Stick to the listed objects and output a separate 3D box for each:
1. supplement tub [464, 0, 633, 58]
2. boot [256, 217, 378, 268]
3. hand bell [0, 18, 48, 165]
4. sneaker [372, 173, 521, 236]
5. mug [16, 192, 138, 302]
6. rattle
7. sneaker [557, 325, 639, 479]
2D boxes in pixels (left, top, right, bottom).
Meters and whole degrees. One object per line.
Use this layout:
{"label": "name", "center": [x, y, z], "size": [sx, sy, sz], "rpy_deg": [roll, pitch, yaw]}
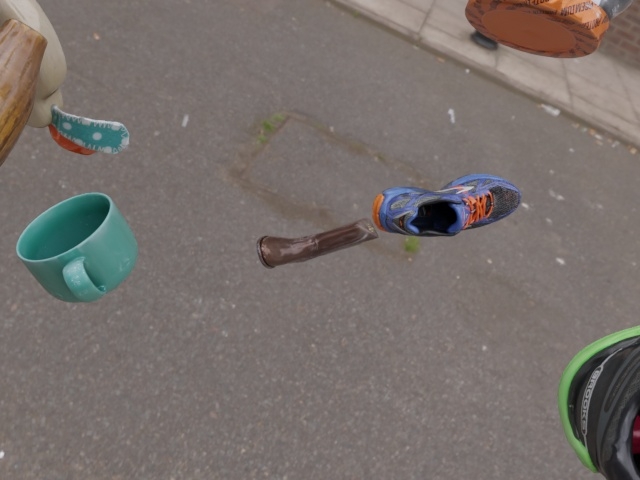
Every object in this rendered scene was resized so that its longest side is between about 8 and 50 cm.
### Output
{"label": "supplement tub", "center": [0.284, -0.378, 0.698], "size": [0.194, 0.315, 0.193], "rpy_deg": [19, 2, -1]}
{"label": "boot", "center": [0.000, 0.000, 0.687], "size": [0.106, 0.114, 0.037], "rpy_deg": [-4, 81, -69]}
{"label": "hand bell", "center": [-0.193, 0.007, 0.287], "size": [0.126, 0.241, 0.126], "rpy_deg": [26, -5, 3]}
{"label": "sneaker", "center": [0.187, -0.039, 0.892], "size": [0.221, 0.083, 0.087], "rpy_deg": [-12, 22, -16]}
{"label": "mug", "center": [-0.303, 0.025, 0.807], "size": [0.130, 0.097, 0.157], "rpy_deg": [-6, 41, 19]}
{"label": "rattle", "center": [-0.244, -0.101, 0.458], "size": [0.130, 0.199, 0.142], "rpy_deg": [1, 46, 18]}
{"label": "sneaker", "center": [0.454, 0.106, 0.569], "size": [0.185, 0.483, 0.202], "rpy_deg": [49, 21, -7]}
